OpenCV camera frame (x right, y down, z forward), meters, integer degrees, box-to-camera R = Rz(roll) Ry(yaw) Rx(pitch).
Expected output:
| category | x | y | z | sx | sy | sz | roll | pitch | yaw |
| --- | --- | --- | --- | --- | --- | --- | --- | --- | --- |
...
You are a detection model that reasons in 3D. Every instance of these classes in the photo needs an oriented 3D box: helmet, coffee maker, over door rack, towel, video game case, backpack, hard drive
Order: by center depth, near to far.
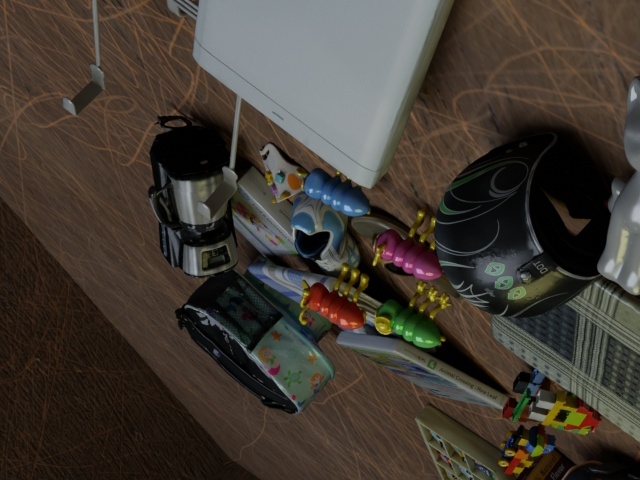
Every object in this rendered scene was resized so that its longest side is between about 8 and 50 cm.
| category | x | y | z | sx | sy | sz | roll | pitch | yaw |
| --- | --- | --- | --- | --- | --- | --- | --- | --- | --- |
| hard drive | -0.003 | -0.212 | 1.232 | 0.233 | 0.047 | 0.353 | 38 | 151 | 11 |
| helmet | 0.185 | -0.009 | 1.279 | 0.169 | 0.169 | 0.161 | 46 | 146 | -16 |
| towel | 0.319 | 0.112 | 1.483 | 0.324 | 0.056 | 0.312 | 37 | 160 | 23 |
| over door rack | -0.161 | -0.212 | 1.557 | 0.239 | 0.108 | 0.324 | 37 | 143 | 12 |
| coffee maker | -0.175 | -0.061 | 1.944 | 0.171 | 0.120 | 0.178 | -95 | 3 | -55 |
| video game case | 0.144 | 0.185 | 1.997 | 0.193 | 0.023 | 0.212 | 29 | 170 | -19 |
| towel | 0.028 | 0.096 | 2.011 | 0.209 | 0.034 | 0.285 | 30 | 170 | -25 |
| backpack | -0.086 | 0.158 | 2.243 | 0.253 | 0.191 | 0.225 | 47 | 167 | 7 |

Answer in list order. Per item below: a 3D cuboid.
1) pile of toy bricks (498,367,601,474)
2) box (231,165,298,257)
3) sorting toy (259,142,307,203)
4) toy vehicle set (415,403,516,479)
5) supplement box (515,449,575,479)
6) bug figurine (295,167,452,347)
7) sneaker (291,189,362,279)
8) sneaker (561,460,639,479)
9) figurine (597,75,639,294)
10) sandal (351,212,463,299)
| category | x | y | z | sx | sy | sz | roll | pitch | yaw |
| --- | --- | --- | --- | --- | --- | --- | --- | --- | --- |
| pile of toy bricks | 0.299 | 0.218 | 1.727 | 0.105 | 0.118 | 0.212 | 13 | 145 | -2 |
| box | -0.089 | -0.039 | 2.016 | 0.145 | 0.038 | 0.186 | 46 | 162 | -14 |
| sorting toy | -0.056 | -0.092 | 1.819 | 0.075 | 0.045 | 0.083 | 62 | 162 | -2 |
| toy vehicle set | 0.258 | 0.386 | 2.328 | 0.166 | 0.035 | 0.267 | 31 | 161 | 30 |
| supplement box | 0.341 | 0.441 | 2.004 | 0.194 | 0.191 | 0.129 | 38 | 164 | 8 |
| bug figurine | 0.058 | 0.032 | 1.664 | 0.216 | 0.072 | 0.279 | 25 | 138 | 25 |
| sneaker | 0.000 | 0.000 | 1.832 | 0.085 | 0.086 | 0.237 | 33 | 163 | 20 |
| sneaker | 0.398 | 0.347 | 1.788 | 0.321 | 0.127 | 0.126 | -19 | 128 | 43 |
| figurine | 0.317 | -0.019 | 1.087 | 0.215 | 0.092 | 0.209 | 34 | 155 | 25 |
| sandal | 0.106 | 0.024 | 1.712 | 0.180 | 0.049 | 0.072 | 36 | 163 | 17 |
